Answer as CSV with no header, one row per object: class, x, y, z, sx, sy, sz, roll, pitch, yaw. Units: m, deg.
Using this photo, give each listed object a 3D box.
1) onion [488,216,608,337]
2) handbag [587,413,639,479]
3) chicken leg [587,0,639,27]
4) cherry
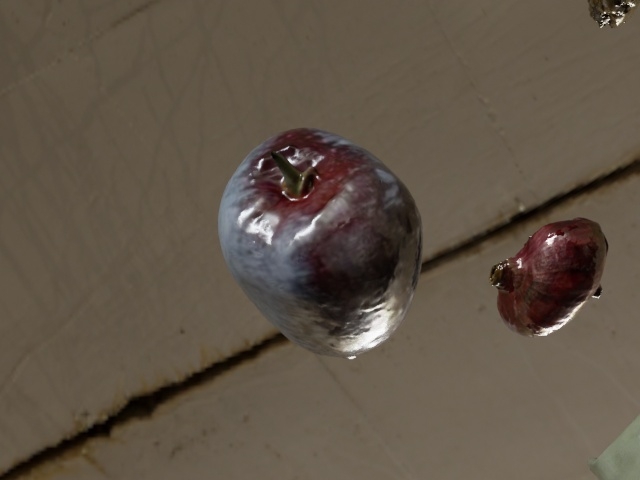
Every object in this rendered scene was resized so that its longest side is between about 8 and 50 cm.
onion,0.319,0.067,1.605,0.151,0.098,0.206,-1,-43,-24
handbag,0.454,0.225,1.225,0.109,0.253,0.316,29,-69,-36
chicken leg,0.386,-0.356,1.444,0.085,0.069,0.198,-19,-46,-33
cherry,0.000,0.000,1.324,0.218,0.255,0.296,-40,-43,-27
